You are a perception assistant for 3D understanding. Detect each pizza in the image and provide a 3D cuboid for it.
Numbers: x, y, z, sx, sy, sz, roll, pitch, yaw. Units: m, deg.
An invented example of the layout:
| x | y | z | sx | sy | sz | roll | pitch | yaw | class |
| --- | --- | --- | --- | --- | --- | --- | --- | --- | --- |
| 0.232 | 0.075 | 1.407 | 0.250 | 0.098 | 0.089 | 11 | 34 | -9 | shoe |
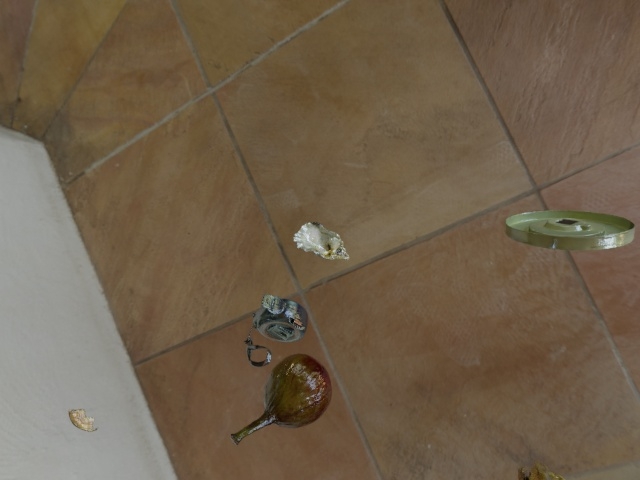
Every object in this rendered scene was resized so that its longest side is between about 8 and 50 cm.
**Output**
| x | y | z | sx | sy | sz | roll | pitch | yaw | class |
| --- | --- | --- | --- | --- | --- | --- | --- | --- | --- |
| -0.551 | 0.417 | 0.956 | 0.016 | 0.037 | 0.083 | 3 | 134 | 55 | pizza |

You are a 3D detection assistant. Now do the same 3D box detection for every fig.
| x | y | z | sx | sy | sz | roll | pitch | yaw | class |
| --- | --- | --- | --- | --- | --- | --- | --- | --- | --- |
| -0.096 | 0.437 | 1.081 | 0.191 | 0.190 | 0.290 | 37 | 61 | 13 | fig |

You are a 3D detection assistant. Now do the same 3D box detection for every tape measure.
| x | y | z | sx | sy | sz | roll | pitch | yaw | class |
| --- | --- | --- | --- | --- | --- | --- | --- | --- | --- |
| -0.078 | 0.184 | 0.736 | 0.107 | 0.179 | 0.104 | 23 | 120 | -14 | tape measure |

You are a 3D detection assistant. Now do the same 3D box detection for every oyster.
| x | y | z | sx | sy | sz | roll | pitch | yaw | class |
| --- | --- | --- | --- | --- | --- | --- | --- | --- | --- |
| 0.000 | 0.000 | 1.108 | 0.146 | 0.045 | 0.121 | -7 | 71 | -6 | oyster |

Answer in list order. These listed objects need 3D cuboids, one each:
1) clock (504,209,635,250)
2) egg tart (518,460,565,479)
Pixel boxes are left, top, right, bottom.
| x | y | z | sx | sy | sz | roll | pitch | yaw | class |
| --- | --- | --- | --- | --- | --- | --- | --- | --- | --- |
| 0.510 | -0.029 | 0.858 | 0.235 | 0.235 | 0.029 | 0 | 108 | 18 | clock |
| 0.445 | 0.513 | 0.674 | 0.132 | 0.297 | 0.297 | -25 | 85 | 16 | egg tart |
